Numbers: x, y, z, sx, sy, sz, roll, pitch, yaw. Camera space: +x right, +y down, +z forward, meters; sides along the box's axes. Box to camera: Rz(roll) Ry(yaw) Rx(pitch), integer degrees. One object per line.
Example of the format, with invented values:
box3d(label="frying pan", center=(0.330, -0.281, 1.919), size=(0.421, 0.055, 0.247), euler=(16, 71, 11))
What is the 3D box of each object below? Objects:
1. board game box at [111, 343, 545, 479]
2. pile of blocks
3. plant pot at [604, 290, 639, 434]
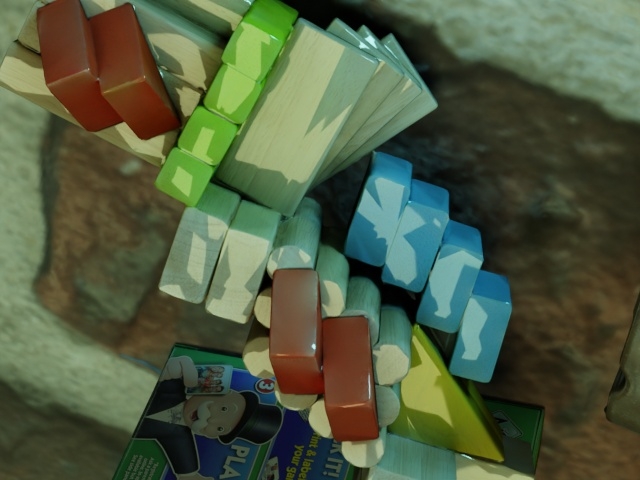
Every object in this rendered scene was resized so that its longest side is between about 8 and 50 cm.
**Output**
box3d(label="board game box", center=(-0.019, 0.189, 0.782), size=(0.213, 0.317, 0.046), euler=(10, 131, 10))
box3d(label="pile of blocks", center=(0.000, 0.000, 0.715), size=(0.149, 0.113, 0.362), euler=(-36, 102, 13))
box3d(label="plant pot", center=(0.222, 0.046, 0.705), size=(0.165, 0.167, 0.167), euler=(19, 132, 14))
